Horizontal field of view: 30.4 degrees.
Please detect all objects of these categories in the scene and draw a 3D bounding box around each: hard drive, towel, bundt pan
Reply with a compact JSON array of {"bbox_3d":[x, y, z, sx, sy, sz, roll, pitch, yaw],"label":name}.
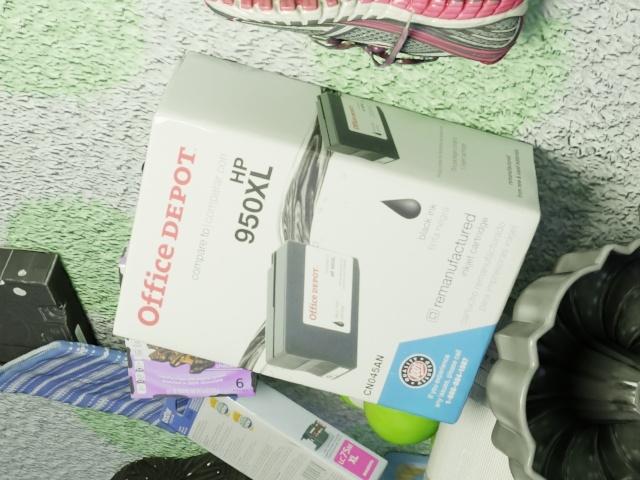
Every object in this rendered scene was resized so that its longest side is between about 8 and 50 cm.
[{"bbox_3d":[-0.510,0.092,1.693,0.338,0.064,0.237,3,142,11],"label":"hard drive"},{"bbox_3d":[-0.287,0.219,1.728,0.336,0.040,0.243,19,151,-35],"label":"towel"},{"bbox_3d":[0.307,0.152,1.232,0.330,0.331,0.124,33,169,-25],"label":"bundt pan"}]

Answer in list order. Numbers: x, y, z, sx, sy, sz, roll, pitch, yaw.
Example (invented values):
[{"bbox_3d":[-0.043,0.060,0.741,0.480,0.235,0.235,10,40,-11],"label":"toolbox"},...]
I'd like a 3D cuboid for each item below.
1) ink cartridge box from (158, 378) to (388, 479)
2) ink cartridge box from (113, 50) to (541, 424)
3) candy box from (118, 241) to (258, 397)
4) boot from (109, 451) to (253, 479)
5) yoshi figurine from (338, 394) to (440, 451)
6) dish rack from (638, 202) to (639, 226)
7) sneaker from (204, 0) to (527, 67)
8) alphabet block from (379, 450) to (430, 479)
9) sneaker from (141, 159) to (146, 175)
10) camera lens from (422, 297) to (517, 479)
[{"bbox_3d":[-0.072,0.280,1.657,0.311,0.065,0.186,30,145,2],"label":"ink cartridge box"},{"bbox_3d":[0.000,0.000,1.265,0.394,0.166,0.286,15,121,-2],"label":"ink cartridge box"},{"bbox_3d":[-0.166,0.101,1.508,0.164,0.070,0.196,-1,115,1],"label":"candy box"},{"bbox_3d":[-0.191,0.491,2.065,0.347,0.131,0.260,-13,136,30],"label":"boot"},{"bbox_3d":[0.190,0.258,1.592,0.362,0.204,0.203,25,143,-6],"label":"yoshi figurine"},{"bbox_3d":[0.474,0.055,1.349,0.208,0.074,0.271,1,144,18],"label":"dish rack"},{"bbox_3d":[0.038,-0.212,1.082,0.299,0.121,0.112,7,145,7],"label":"sneaker"},{"bbox_3d":[0.181,0.474,1.886,0.193,0.192,0.197,9,142,8],"label":"alphabet block"},{"bbox_3d":[-0.135,-0.053,1.381,0.162,0.073,0.063,25,142,-16],"label":"sneaker"},{"bbox_3d":[0.256,0.229,1.420,0.219,0.219,0.274,15,99,-2],"label":"camera lens"}]
